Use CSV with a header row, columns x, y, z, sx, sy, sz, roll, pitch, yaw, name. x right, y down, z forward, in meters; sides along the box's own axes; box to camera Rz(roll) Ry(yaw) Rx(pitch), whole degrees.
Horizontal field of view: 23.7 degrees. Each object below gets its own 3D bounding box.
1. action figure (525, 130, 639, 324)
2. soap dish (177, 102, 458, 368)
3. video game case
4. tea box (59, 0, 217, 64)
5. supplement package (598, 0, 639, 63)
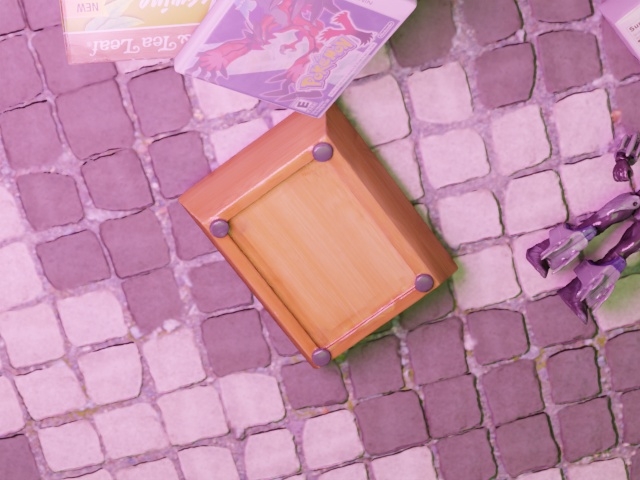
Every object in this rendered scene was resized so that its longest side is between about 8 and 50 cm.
x,y,z,sx,sy,sz,roll,pitch,yaw,name
0.398,-0.031,1.894,0.285,0.099,0.185,-43,97,7,action figure
0.000,0.000,1.875,0.229,0.118,0.291,-35,108,9,soap dish
-0.028,-0.217,1.601,0.183,0.023,0.201,16,139,-27,video game case
-0.126,-0.380,1.683,0.329,0.220,0.323,-5,110,-2,tea box
0.432,-0.233,1.819,0.105,0.105,0.179,-37,106,12,supplement package
